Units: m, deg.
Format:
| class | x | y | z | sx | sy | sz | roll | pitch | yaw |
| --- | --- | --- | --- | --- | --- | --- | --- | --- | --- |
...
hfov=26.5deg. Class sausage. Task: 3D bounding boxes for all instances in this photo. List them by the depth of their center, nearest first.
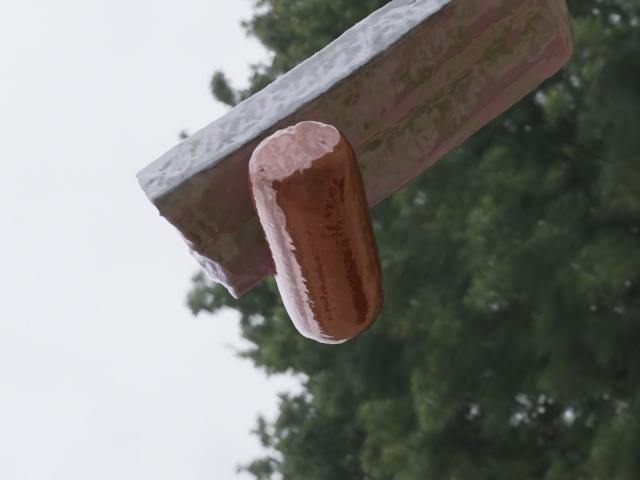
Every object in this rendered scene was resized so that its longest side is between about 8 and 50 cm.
| class | x | y | z | sx | sy | sz | roll | pitch | yaw |
| --- | --- | --- | --- | --- | --- | --- | --- | --- | --- |
| sausage | 0.000 | 0.000 | 0.769 | 0.062 | 0.062 | 0.154 | -47 | -34 | -26 |

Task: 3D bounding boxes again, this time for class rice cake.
| class | x | y | z | sx | sy | sz | roll | pitch | yaw |
| --- | --- | --- | --- | --- | --- | --- | --- | --- | --- |
| rice cake | 0.030 | -0.080 | 0.841 | 0.298 | 0.050 | 0.106 | -36 | -50 | -11 |
